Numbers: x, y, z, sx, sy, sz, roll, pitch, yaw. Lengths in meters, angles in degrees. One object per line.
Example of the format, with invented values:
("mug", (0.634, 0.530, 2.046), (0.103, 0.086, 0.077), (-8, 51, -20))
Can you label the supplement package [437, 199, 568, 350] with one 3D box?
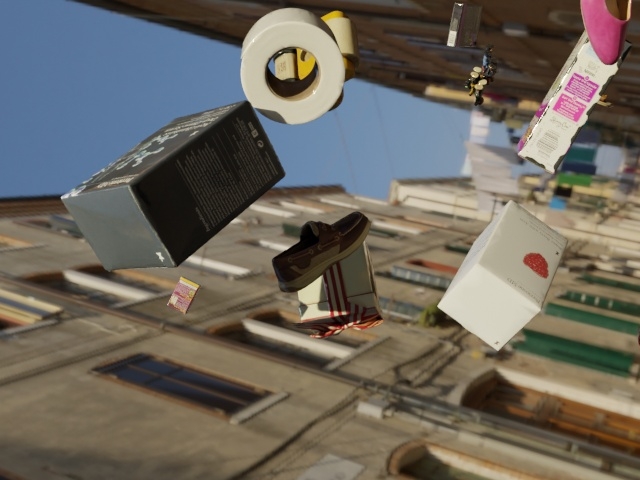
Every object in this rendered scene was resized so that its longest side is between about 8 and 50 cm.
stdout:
("supplement package", (0.432, 0.077, 1.897), (0.293, 0.177, 0.175), (-51, -4, -48))

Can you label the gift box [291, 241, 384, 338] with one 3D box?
("gift box", (0.042, 0.150, 2.412), (0.276, 0.255, 0.258), (42, -144, -69))

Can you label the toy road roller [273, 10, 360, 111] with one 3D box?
("toy road roller", (0.016, -0.536, 2.544), (0.241, 0.330, 0.202), (20, -122, -47))

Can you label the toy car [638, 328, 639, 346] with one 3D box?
("toy car", (0.862, 0.244, 2.017), (0.182, 0.136, 0.159), (64, -135, -61))

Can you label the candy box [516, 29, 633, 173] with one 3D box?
("candy box", (0.415, -0.234, 1.346), (0.233, 0.071, 0.159), (-63, -6, 16))

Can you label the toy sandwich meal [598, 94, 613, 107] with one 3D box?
("toy sandwich meal", (0.751, -0.383, 2.180), (0.085, 0.086, 0.029), (-21, -46, -63))

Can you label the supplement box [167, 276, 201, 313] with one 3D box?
("supplement box", (-0.352, 0.142, 2.102), (0.083, 0.055, 0.043), (-63, 0, -3))

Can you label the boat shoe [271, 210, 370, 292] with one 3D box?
("boat shoe", (0.000, 0.000, 2.153), (0.342, 0.123, 0.123), (-37, -67, -31))

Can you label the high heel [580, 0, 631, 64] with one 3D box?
("high heel", (0.441, -0.377, 1.151), (0.082, 0.117, 0.244), (-2, -86, -37))

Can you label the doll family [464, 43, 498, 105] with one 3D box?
("doll family", (0.480, -0.484, 2.390), (0.193, 0.076, 0.111), (-55, -21, -14))

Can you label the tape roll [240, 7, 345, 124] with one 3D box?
("tape roll", (-0.068, -0.419, 1.944), (0.169, 0.246, 0.246), (-96, 7, -64))

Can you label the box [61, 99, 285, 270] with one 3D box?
("box", (-0.333, -0.125, 1.876), (0.395, 0.294, 0.212), (-45, -62, -37))

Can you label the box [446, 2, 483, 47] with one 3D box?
("box", (0.401, -0.595, 2.243), (0.162, 0.029, 0.116), (-21, -55, -55))
